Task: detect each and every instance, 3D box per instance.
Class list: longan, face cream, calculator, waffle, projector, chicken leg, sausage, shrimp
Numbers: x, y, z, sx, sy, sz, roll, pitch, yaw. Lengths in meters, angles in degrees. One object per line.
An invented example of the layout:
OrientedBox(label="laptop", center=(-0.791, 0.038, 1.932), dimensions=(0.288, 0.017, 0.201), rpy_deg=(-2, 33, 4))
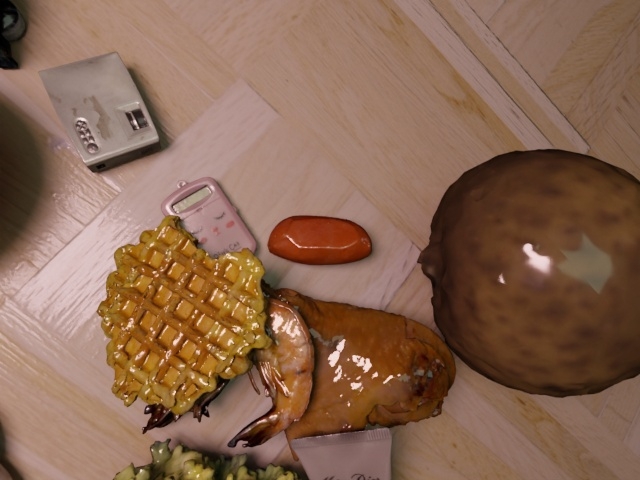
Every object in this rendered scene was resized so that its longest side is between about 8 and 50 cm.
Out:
OrientedBox(label="longan", center=(0.349, 0.047, 0.650), dimensions=(0.392, 0.391, 0.390), rpy_deg=(2, 85, -18))
OrientedBox(label="face cream", center=(0.059, 0.404, 0.618), dimensions=(0.143, 0.089, 0.314), rpy_deg=(-10, 112, 9))
OrientedBox(label="calculator", center=(-0.181, -0.023, 0.653), dimensions=(0.100, 0.032, 0.174), rpy_deg=(-35, 96, -17))
OrientedBox(label="waffle", center=(-0.194, 0.092, 0.561), dimensions=(0.292, 0.051, 0.290), rpy_deg=(-4, 72, 13))
OrientedBox(label="projector", center=(-0.325, -0.191, 0.603), dimensions=(0.115, 0.061, 0.147), rpy_deg=(-26, 94, -17))
OrientedBox(label="chicken leg", center=(-0.002, 0.201, 0.641), dimensions=(0.410, 0.182, 0.295), rpy_deg=(33, 92, -5))
OrientedBox(label="sausage", center=(0.000, 0.000, 0.684), dimensions=(0.180, 0.089, 0.089), rpy_deg=(1, 85, -9))
OrientedBox(label="shrimp", center=(-0.120, 0.218, 0.582), dimensions=(0.289, 0.075, 0.178), rpy_deg=(-44, 79, -1))

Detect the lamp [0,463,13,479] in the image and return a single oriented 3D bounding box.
OrientedBox(label="lamp", center=(-0.497, 0.293, 0.485), dimensions=(0.179, 0.108, 0.246), rpy_deg=(-40, 99, -13))

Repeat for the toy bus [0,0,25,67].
OrientedBox(label="toy bus", center=(-0.525, -0.407, 0.505), dimensions=(0.194, 0.162, 0.323), rpy_deg=(-8, 90, -16))

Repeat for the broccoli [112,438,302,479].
OrientedBox(label="broccoli", center=(-0.140, 0.445, 0.492), dimensions=(0.348, 0.281, 0.293), rpy_deg=(17, 79, -2))
